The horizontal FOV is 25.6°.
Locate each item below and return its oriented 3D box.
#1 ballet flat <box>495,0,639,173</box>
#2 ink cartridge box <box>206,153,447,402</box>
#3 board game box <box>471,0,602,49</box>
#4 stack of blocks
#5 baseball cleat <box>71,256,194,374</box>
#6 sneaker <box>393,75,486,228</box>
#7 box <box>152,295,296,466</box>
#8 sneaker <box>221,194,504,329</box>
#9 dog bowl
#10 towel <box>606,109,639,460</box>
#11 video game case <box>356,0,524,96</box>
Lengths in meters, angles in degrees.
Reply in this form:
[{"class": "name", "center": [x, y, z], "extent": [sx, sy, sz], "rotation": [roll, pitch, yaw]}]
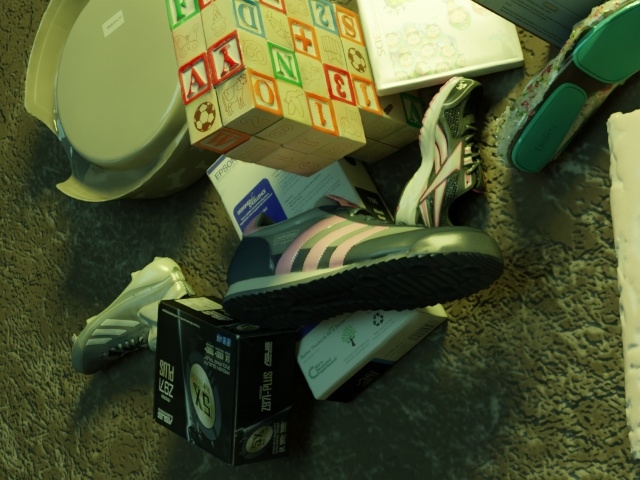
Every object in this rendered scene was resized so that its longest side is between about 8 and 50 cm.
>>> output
[{"class": "ballet flat", "center": [0.253, -0.170, 1.386], "extent": [0.241, 0.091, 0.077], "rotation": [-46, 32, 19]}, {"class": "ink cartridge box", "center": [0.000, 0.000, 1.575], "extent": [0.165, 0.065, 0.333], "rotation": [-43, 58, 26]}, {"class": "board game box", "center": [0.189, -0.283, 1.328], "extent": [0.145, 0.281, 0.027], "rotation": [-51, 49, 20]}, {"class": "stack of blocks", "center": [-0.015, -0.161, 1.466], "extent": [0.087, 0.297, 0.171], "rotation": [-27, 65, 34]}, {"class": "baseball cleat", "center": [-0.233, 0.117, 1.746], "extent": [0.206, 0.072, 0.109], "rotation": [-51, 60, 25]}, {"class": "sneaker", "center": [0.145, -0.079, 1.476], "extent": [0.077, 0.072, 0.178], "rotation": [22, 103, 29]}, {"class": "box", "center": [-0.111, 0.153, 1.585], "extent": [0.180, 0.077, 0.147], "rotation": [19, 108, 52]}, {"class": "sneaker", "center": [0.039, 0.002, 1.435], "extent": [0.319, 0.112, 0.131], "rotation": [-9, 58, 30]}, {"class": "dog bowl", "center": [-0.228, -0.211, 1.792], "extent": [0.348, 0.102, 0.349], "rotation": [-10, 74, 38]}, {"class": "towel", "center": [0.404, 0.020, 1.231], "extent": [0.317, 0.053, 0.332], "rotation": [-11, 74, 38]}, {"class": "video game case", "center": [0.123, -0.233, 1.494], "extent": [0.157, 0.019, 0.143], "rotation": [-12, 69, 1]}]
